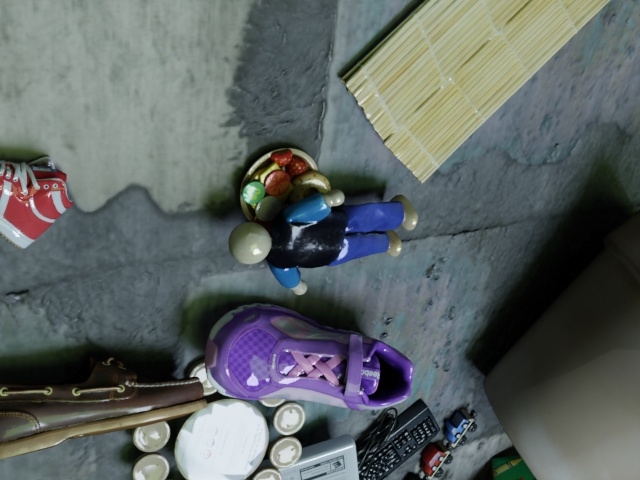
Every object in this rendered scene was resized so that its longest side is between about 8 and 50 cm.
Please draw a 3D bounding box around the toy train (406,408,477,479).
[{"bbox_3d":[0.148,0.280,1.028,0.036,0.027,0.158,30,99,-28],"label":"toy train"}]

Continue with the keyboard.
[{"bbox_3d":[0.065,0.273,0.965,0.192,0.038,0.100,-38,129,-8],"label":"keyboard"}]

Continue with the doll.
[{"bbox_3d":[0.000,0.000,0.741,0.189,0.046,0.129,-6,136,-38],"label":"doll"}]

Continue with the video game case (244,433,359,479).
[{"bbox_3d":[-0.050,0.317,0.909,0.202,0.023,0.183,-15,124,-12],"label":"video game case"}]

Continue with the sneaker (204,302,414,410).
[{"bbox_3d":[0.001,0.121,0.780,0.237,0.105,0.095,16,84,-38],"label":"sneaker"}]

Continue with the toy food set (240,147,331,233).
[{"bbox_3d":[-0.035,-0.044,0.730,0.083,0.020,0.083,-41,130,-4],"label":"toy food set"}]

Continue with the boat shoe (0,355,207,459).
[{"bbox_3d":[-0.199,0.138,0.703,0.207,0.073,0.073,-5,77,-35],"label":"boat shoe"}]

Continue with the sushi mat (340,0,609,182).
[{"bbox_3d":[0.169,-0.206,0.762,0.316,0.019,0.151,-44,131,-2],"label":"sushi mat"}]

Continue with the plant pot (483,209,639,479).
[{"bbox_3d":[0.362,0.171,0.943,0.280,0.323,0.323,-37,131,13],"label":"plant pot"}]

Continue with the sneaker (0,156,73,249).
[{"bbox_3d":[-0.234,-0.049,0.590,0.067,0.042,0.118,-38,137,-2],"label":"sneaker"}]

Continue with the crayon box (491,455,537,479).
[{"bbox_3d":[0.293,0.454,1.117,0.081,0.165,0.278,-6,125,7],"label":"crayon box"}]

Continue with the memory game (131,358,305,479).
[{"bbox_3d":[-0.101,0.204,0.811,0.186,0.012,0.186,-6,105,-22],"label":"memory game"}]
